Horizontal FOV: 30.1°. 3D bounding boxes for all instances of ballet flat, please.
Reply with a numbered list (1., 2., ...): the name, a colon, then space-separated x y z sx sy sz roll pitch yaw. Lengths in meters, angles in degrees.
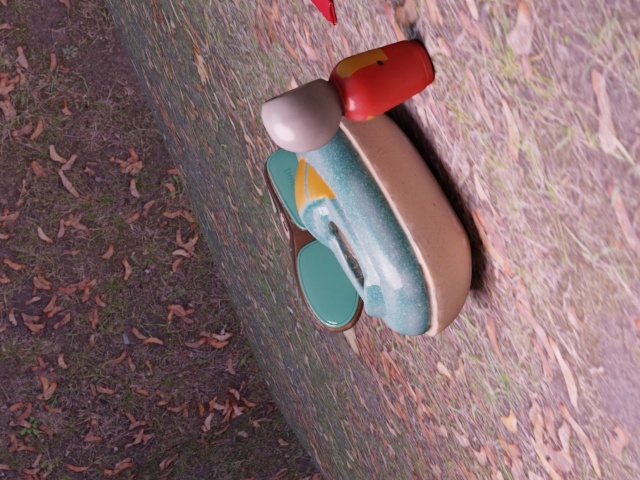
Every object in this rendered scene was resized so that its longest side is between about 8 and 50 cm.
1. ballet flat: 0.000 0.000 1.644 0.096 0.095 0.280 63 -171 -72

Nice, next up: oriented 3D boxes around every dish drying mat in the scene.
1. dish drying mat: -0.006 -0.257 1.242 0.083 0.008 0.032 57 166 41

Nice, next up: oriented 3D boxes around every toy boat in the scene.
1. toy boat: 0.033 -0.057 1.115 0.267 0.148 0.318 59 169 32
